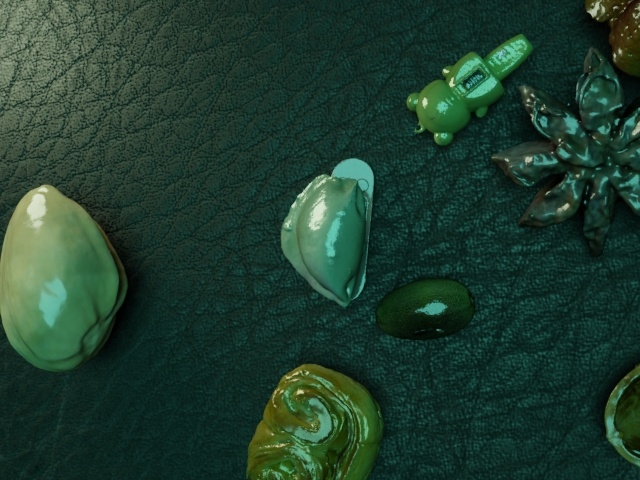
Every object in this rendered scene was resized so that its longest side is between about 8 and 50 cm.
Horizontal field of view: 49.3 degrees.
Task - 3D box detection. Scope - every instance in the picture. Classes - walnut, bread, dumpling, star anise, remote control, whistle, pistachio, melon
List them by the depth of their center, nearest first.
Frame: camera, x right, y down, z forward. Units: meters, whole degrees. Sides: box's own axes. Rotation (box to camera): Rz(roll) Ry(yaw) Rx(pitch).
[{"bbox_3d":[0.551,-0.342,1.045,0.247,0.135,0.232,-14,71,-6],"label":"bread"},{"bbox_3d":[0.422,-0.123,1.054,0.332,0.118,0.331,7,110,21],"label":"star anise"},{"bbox_3d":[0.537,0.259,1.058,0.211,0.087,0.167,-24,73,16],"label":"walnut"},{"bbox_3d":[0.167,0.112,1.124,0.162,0.099,0.099,-12,86,16],"label":"melon"},{"bbox_3d":[0.243,-0.251,1.133,0.227,0.085,0.105,-39,82,7],"label":"whistle"},{"bbox_3d":[-0.006,0.326,1.134,0.198,0.120,0.236,25,92,11],"label":"bread"},{"bbox_3d":[0.012,0.000,1.144,0.105,0.149,0.216,-3,94,-28],"label":"dumpling"},{"bbox_3d":[-0.445,0.063,1.186,0.214,0.193,0.317,-17,74,-2],"label":"pistachio"},{"bbox_3d":[0.048,-0.018,1.189,0.077,0.022,0.244,5,88,12],"label":"remote control"}]
